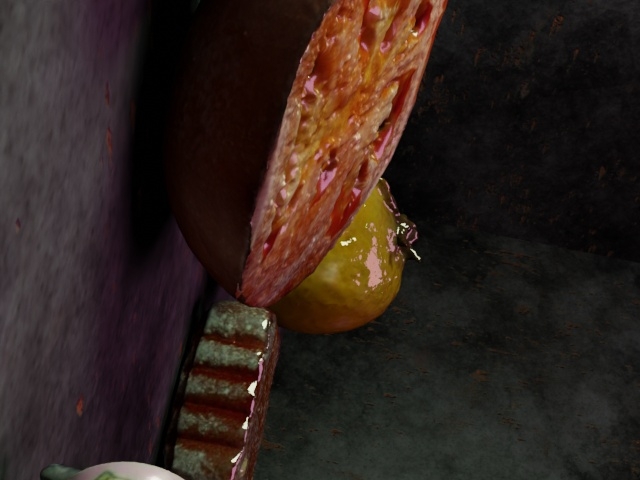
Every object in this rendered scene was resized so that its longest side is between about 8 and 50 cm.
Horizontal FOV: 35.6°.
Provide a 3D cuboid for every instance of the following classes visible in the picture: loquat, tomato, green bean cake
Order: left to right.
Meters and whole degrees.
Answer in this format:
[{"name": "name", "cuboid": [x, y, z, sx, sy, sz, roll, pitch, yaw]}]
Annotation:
[{"name": "green bean cake", "cuboid": [-0.113, 0.195, 1.141, 0.198, 0.097, 0.233, 91, 10, -70]}, {"name": "tomato", "cuboid": [-0.026, -0.122, 0.799, 0.338, 0.143, 0.338, -54, 163, -24]}, {"name": "loquat", "cuboid": [0.000, 0.000, 1.212, 0.244, 0.244, 0.244, 11, 90, -88]}]

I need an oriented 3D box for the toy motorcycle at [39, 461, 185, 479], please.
[{"name": "toy motorcycle", "cuboid": [-0.116, 0.206, 0.594, 0.327, 0.143, 0.188, -176, -82, -85]}]
